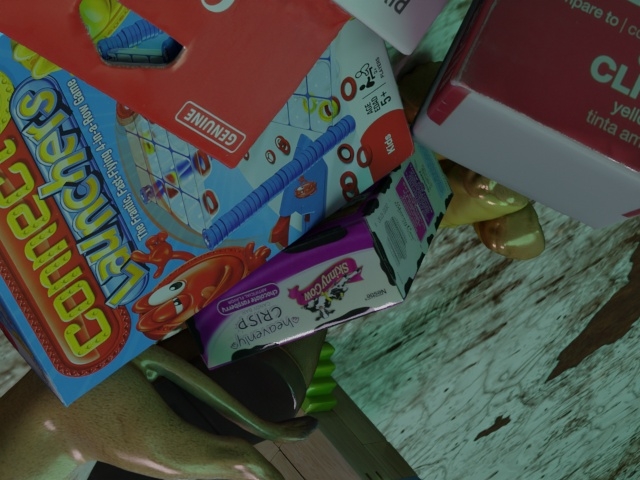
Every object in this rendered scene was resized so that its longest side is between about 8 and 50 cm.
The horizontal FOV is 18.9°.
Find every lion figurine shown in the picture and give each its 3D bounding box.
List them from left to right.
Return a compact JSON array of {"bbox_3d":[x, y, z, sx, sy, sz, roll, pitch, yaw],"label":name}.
[{"bbox_3d":[-0.212,0.165,1.332,0.392,0.142,0.240,-37,111,-8],"label":"lion figurine"}]

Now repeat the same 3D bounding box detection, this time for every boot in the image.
[{"bbox_3d":[-0.115,0.121,1.532,0.305,0.112,0.115,-21,-156,36],"label":"boot"}]

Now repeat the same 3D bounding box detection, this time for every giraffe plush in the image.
[{"bbox_3d":[0.063,-0.036,1.602,0.170,0.181,0.210,-27,-172,-9],"label":"giraffe plush"}]

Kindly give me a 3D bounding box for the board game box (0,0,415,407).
[{"bbox_3d":[-0.108,-0.090,1.209,0.302,0.086,0.308,-37,141,-14],"label":"board game box"}]

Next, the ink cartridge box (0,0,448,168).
[{"bbox_3d":[-0.040,-0.178,1.075,0.261,0.066,0.296,-53,141,6],"label":"ink cartridge box"}]

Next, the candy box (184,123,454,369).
[{"bbox_3d":[0.000,0.000,1.428,0.159,0.071,0.233,-20,-165,20],"label":"candy box"}]

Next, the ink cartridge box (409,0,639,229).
[{"bbox_3d":[0.219,-0.217,1.245,0.384,0.160,0.279,-64,180,-4],"label":"ink cartridge box"}]

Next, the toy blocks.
[{"bbox_3d":[-0.018,0.327,1.911,0.381,0.261,0.191,-53,154,21],"label":"toy blocks"}]
